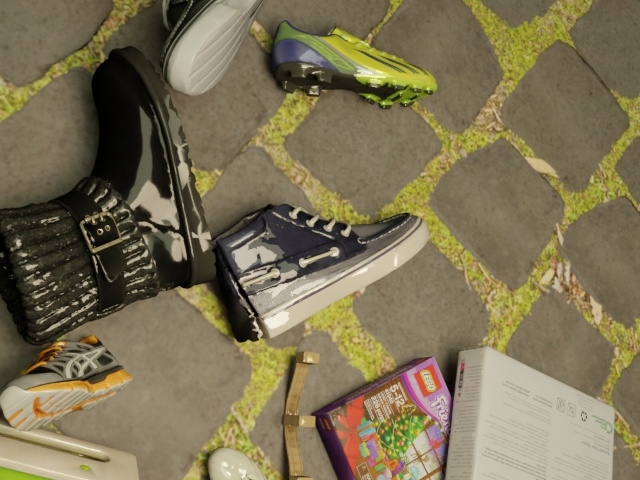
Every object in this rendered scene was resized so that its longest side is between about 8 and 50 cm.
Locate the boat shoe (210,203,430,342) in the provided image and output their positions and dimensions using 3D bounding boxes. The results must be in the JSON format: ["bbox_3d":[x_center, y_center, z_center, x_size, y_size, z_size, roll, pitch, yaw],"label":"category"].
[{"bbox_3d":[0.000,0.000,1.121,0.341,0.127,0.158,-29,100,-28],"label":"boat shoe"}]

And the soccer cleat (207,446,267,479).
[{"bbox_3d":[-0.076,0.354,1.036,0.068,0.076,0.196,-35,95,-28],"label":"soccer cleat"}]

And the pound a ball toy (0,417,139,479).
[{"bbox_3d":[-0.394,0.299,0.882,0.319,0.136,0.208,22,95,-21],"label":"pound a ball toy"}]

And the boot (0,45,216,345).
[{"bbox_3d":[-0.296,-0.065,0.990,0.260,0.131,0.347,-16,87,-28],"label":"boot"}]

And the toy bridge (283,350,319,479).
[{"bbox_3d":[-0.030,0.250,1.090,0.026,0.063,0.188,9,77,-24],"label":"toy bridge"}]

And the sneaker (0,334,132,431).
[{"bbox_3d":[-0.306,0.160,0.921,0.084,0.215,0.083,-34,80,9],"label":"sneaker"}]

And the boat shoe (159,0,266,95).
[{"bbox_3d":[-0.164,-0.311,1.096,0.119,0.121,0.335,23,40,-2],"label":"boat shoe"}]

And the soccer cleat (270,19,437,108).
[{"bbox_3d":[0.060,-0.281,1.236,0.289,0.093,0.121,4,73,-26],"label":"soccer cleat"}]

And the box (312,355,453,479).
[{"bbox_3d":[0.134,0.343,1.153,0.201,0.057,0.293,-23,89,-29],"label":"box"}]

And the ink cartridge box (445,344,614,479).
[{"bbox_3d":[0.321,0.365,1.191,0.324,0.071,0.330,28,62,-30],"label":"ink cartridge box"}]
